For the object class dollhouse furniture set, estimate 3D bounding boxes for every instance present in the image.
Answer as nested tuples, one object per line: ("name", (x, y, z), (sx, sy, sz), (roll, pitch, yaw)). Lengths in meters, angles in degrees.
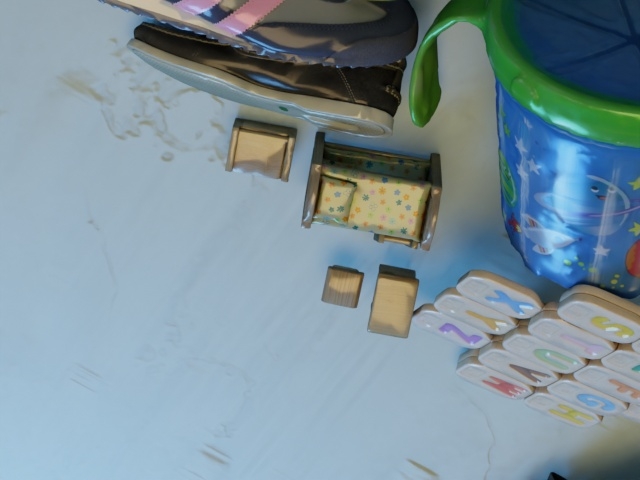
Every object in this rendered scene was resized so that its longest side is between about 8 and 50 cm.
("dollhouse furniture set", (0.000, 0.000, 1.623), (0.182, 0.101, 0.161), (10, 111, -1))

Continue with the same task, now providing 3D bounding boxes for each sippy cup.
("sippy cup", (0.237, -0.085, 1.510), (0.240, 0.305, 0.224), (-21, 138, -25))

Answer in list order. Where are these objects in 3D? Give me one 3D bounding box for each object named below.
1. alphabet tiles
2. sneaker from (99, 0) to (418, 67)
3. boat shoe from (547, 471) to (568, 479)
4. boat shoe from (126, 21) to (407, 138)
("alphabet tiles", (0.225, 0.105, 1.633), (0.278, 0.021, 0.284), (23, 158, -10))
("sneaker", (-0.064, -0.232, 1.498), (0.319, 0.112, 0.131), (15, 124, -6))
("boat shoe", (0.250, 0.267, 1.781), (0.340, 0.127, 0.113), (-18, 81, 19))
("boat shoe", (-0.044, -0.149, 1.581), (0.233, 0.084, 0.079), (14, 84, 4))
